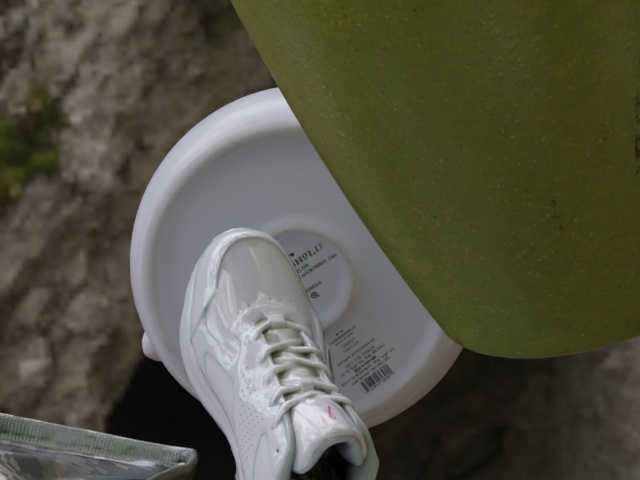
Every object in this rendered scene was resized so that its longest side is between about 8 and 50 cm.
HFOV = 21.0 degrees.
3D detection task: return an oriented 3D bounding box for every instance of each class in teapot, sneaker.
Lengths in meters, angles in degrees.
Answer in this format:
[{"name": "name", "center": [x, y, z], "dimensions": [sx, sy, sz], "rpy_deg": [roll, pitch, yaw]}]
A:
[{"name": "teapot", "center": [0.000, 0.000, 1.185], "dimensions": [0.256, 0.253, 0.187], "rpy_deg": [8, 15, 5]}, {"name": "sneaker", "center": [-0.011, 0.096, 0.971], "dimensions": [0.090, 0.232, 0.115], "rpy_deg": [-8, -13, -27]}]

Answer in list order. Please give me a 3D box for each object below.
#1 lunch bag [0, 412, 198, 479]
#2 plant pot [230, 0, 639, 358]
[{"name": "lunch bag", "center": [-0.210, 0.175, 0.653], "dimensions": [0.287, 0.235, 0.169], "rpy_deg": [10, 9, 10]}, {"name": "plant pot", "center": [0.086, -0.105, 0.787], "dimensions": [0.274, 0.294, 0.275], "rpy_deg": [-14, 20, 5]}]
